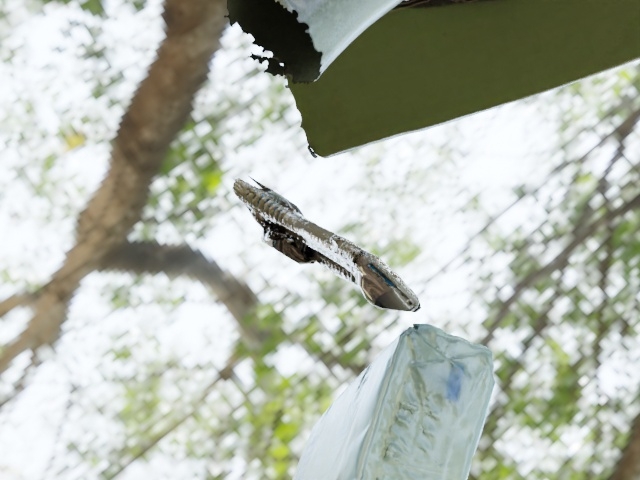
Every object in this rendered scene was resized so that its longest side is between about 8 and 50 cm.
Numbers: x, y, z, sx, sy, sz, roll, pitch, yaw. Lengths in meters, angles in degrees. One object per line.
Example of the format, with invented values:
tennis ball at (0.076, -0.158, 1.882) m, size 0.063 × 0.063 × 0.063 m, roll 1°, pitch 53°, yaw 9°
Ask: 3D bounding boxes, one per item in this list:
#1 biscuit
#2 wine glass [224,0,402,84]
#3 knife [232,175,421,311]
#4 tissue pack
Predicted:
biscuit at (0.119, -0.143, 1.346) m, size 0.322 × 0.038 × 0.099 m, roll -17°, pitch -81°, yaw 28°
wine glass at (0.031, -0.197, 1.111) m, size 0.103 × 0.222 × 0.103 m, roll 32°, pitch -25°, yaw 17°
knife at (-0.003, 0.005, 1.500) m, size 0.089 × 0.043 × 0.365 m, roll 32°, pitch 0°, yaw -19°
tissue pack at (0.036, 0.179, 1.329) m, size 0.089 × 0.177 × 0.263 m, roll 22°, pitch -23°, yaw -7°
